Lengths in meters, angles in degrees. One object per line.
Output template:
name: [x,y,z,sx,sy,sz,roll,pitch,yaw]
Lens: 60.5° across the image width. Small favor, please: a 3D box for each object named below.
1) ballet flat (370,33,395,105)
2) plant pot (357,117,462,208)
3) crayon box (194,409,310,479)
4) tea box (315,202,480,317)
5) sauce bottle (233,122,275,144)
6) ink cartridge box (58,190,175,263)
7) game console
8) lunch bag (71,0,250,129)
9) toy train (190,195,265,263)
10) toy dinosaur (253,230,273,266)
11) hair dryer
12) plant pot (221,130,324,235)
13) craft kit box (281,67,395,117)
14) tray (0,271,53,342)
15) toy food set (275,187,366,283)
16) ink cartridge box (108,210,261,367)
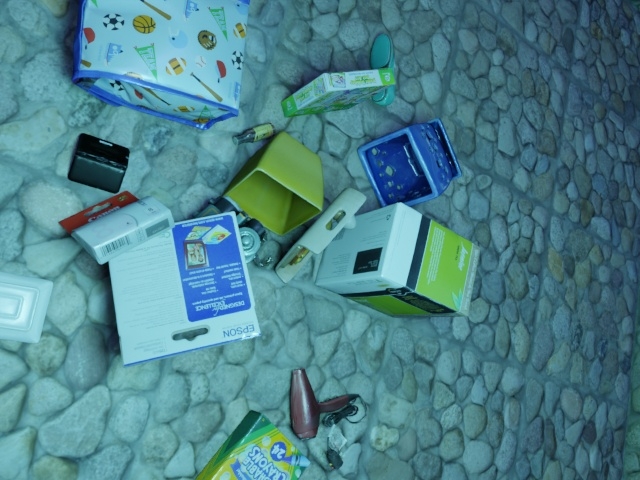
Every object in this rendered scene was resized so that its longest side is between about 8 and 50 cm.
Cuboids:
ballet flat: [0.215,-0.566,1.853,0.087,0.083,0.248,17,73,-54]
plant pot: [0.300,-0.251,1.763,0.212,0.236,0.236,-30,99,-38]
crayon box: [-0.200,0.632,1.404,0.203,0.083,0.323,50,62,-16]
tea box: [0.222,0.076,1.602,0.323,0.329,0.220,26,69,-27]
sauce bottle: [-0.190,-0.303,1.576,0.128,0.042,0.042,-27,97,-29]
ink cartridge box: [-0.476,-0.055,1.257,0.189,0.232,0.066,-32,140,-31]
game console: [-0.546,-0.191,1.358,0.122,0.071,0.107,18,44,-29]
lunch bag: [-0.401,-0.487,1.363,0.385,0.238,0.328,9,80,-38]
toy train: [-0.298,0.033,1.382,0.190,0.142,0.334,46,71,0]
toy dinosaur: [-0.197,0.029,1.511,0.118,0.064,0.268,-8,87,-18]
hair dryer: [0.001,0.480,1.573,0.294,0.080,0.224,53,45,-20]
plant pot: [-0.111,-0.169,1.518,0.212,0.212,0.187,33,55,-23]
craft kit box: [0.048,-0.435,1.619,0.246,0.249,0.061,-13,91,-32]
tray: [-0.735,0.132,1.183,0.270,0.030,0.145,15,76,-29]
toy food set: [0.000,0.000,1.501,0.092,0.306,0.220,41,64,-1]
ink cartridge box: [-0.314,0.107,1.254,0.303,0.072,0.308,-11,75,-11]
